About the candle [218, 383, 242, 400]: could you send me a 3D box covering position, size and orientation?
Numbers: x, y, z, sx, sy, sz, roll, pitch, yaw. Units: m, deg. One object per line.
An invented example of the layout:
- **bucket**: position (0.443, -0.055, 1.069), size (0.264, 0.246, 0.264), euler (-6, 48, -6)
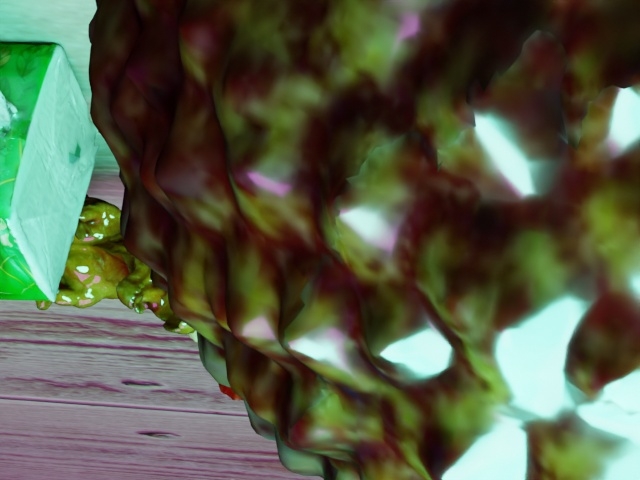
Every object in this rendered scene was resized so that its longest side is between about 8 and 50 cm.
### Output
- **candle**: position (-0.076, 0.128, 1.769), size (0.052, 0.052, 0.131), euler (8, 161, -3)

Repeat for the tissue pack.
- **tissue pack**: position (-0.273, -0.061, 1.150), size (0.209, 0.148, 0.156), euler (2, 144, 14)

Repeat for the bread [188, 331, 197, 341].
- **bread**: position (0.004, -0.010, 1.315), size (0.183, 0.224, 0.211), euler (1, 119, 35)

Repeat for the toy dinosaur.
- **toy dinosaur**: position (-0.217, -0.010, 1.316), size (0.208, 0.097, 0.432), euler (21, -179, -26)

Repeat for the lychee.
- **lychee**: position (0.122, -0.054, 0.616), size (0.424, 0.424, 0.500), euler (13, 129, -18)
